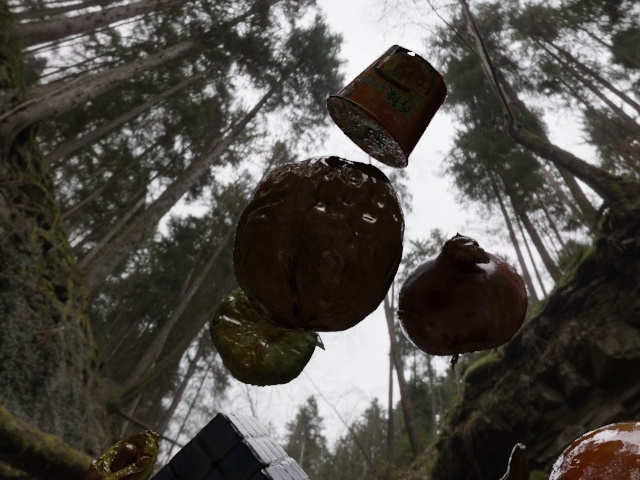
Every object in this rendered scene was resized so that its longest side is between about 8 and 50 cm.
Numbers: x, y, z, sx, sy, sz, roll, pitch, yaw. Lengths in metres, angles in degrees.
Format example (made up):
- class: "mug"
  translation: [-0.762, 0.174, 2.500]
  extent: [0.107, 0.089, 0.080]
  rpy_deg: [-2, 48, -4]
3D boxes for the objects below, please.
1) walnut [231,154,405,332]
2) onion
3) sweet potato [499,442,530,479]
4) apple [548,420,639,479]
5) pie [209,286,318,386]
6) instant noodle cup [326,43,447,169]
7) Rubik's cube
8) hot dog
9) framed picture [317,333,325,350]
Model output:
- class: "walnut"
  translation: [0.000, 0.000, 1.054]
  extent: [0.354, 0.397, 0.308]
  rpy_deg: [11, -27, 16]
- class: "onion"
  translation: [0.376, 0.172, 1.340]
  extent: [0.354, 0.353, 0.353]
  rpy_deg: [4, -58, 7]
- class: "sweet potato"
  translation: [0.450, 0.603, 1.207]
  extent: [0.081, 0.062, 0.233]
  rpy_deg: [29, -81, -19]
- class: "apple"
  translation: [0.275, 0.278, 0.424]
  extent: [0.173, 0.234, 0.210]
  rpy_deg: [-3, -42, 33]
- class: "pie"
  translation: [-0.145, 0.237, 1.304]
  extent: [0.307, 0.306, 0.071]
  rpy_deg: [19, -36, -2]
- class: "instant noodle cup"
  translation: [0.155, -0.297, 1.087]
  extent: [0.230, 0.230, 0.182]
  rpy_deg: [41, -94, -16]
- class: "Rubik's cube"
  translation: [-0.222, 0.671, 1.228]
  extent: [0.344, 0.343, 0.337]
  rpy_deg: [-43, -110, -7]
- class: "hot dog"
  translation: [-0.417, 0.493, 0.975]
  extent: [0.123, 0.261, 0.093]
  rpy_deg: [13, -21, 25]
- class: "framed picture"
  translation: [-0.093, 0.256, 1.632]
  extent: [0.232, 0.296, 0.019]
  rpy_deg: [32, -90, -9]
